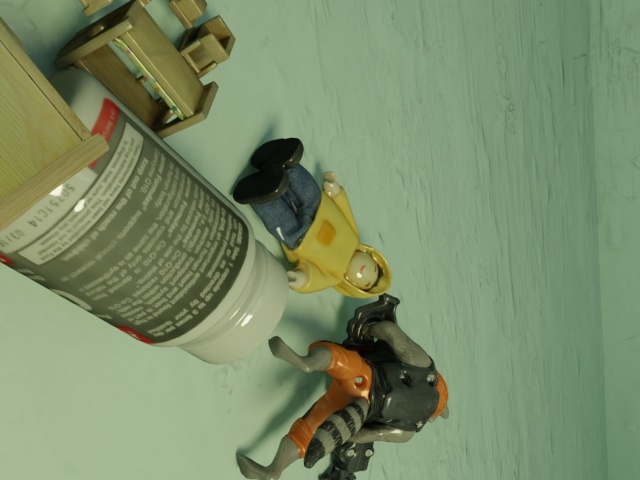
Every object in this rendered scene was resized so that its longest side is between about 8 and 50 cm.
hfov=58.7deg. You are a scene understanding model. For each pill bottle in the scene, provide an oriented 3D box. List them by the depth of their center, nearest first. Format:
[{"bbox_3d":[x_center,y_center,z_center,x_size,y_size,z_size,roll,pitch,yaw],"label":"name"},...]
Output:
[{"bbox_3d":[-0.163,-0.001,0.525,0.283,0.161,0.161,46,60,-42],"label":"pill bottle"}]

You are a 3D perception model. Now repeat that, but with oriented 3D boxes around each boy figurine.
[{"bbox_3d":[0.000,0.000,0.773,0.285,0.092,0.177,50,53,-37],"label":"boy figurine"}]

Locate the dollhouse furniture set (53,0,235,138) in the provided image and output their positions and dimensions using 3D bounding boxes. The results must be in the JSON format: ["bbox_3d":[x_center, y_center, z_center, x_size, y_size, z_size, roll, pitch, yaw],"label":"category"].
[{"bbox_3d":[-0.188,-0.215,0.557,0.182,0.101,0.161,53,31,-38],"label":"dollhouse furniture set"}]

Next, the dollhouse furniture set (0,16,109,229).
[{"bbox_3d":[-0.262,-0.064,0.335,0.161,0.242,0.212,55,52,-21],"label":"dollhouse furniture set"}]

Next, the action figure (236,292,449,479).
[{"bbox_3d":[0.056,0.257,0.790,0.330,0.178,0.342,0,102,-38],"label":"action figure"}]
